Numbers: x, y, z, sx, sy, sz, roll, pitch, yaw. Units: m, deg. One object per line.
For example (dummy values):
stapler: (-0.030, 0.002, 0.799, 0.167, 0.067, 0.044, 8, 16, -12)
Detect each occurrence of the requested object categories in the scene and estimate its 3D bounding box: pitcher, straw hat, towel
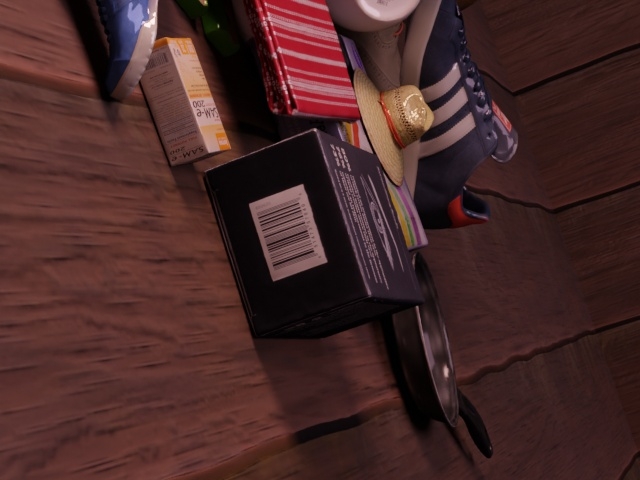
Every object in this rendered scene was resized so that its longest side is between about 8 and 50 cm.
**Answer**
pitcher: (0.055, -0.297, 1.754, 0.207, 0.177, 0.126, -140, -123, -60)
straw hat: (0.089, -0.136, 1.747, 0.144, 0.061, 0.144, -20, 90, -77)
towel: (-0.040, -0.243, 1.524, 0.199, 0.031, 0.275, -8, 80, -70)

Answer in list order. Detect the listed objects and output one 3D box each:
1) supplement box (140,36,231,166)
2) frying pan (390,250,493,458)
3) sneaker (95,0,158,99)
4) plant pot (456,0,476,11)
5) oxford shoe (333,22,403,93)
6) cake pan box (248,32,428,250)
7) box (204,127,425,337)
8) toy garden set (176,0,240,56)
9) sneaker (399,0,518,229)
supplement box: (-0.112, -0.112, 1.292, 0.062, 0.036, 0.098, -27, 97, -75)
frying pan: (0.133, 0.130, 1.831, 0.326, 0.053, 0.197, 51, 29, -67)
sneaker: (-0.161, -0.185, 1.187, 0.058, 0.084, 0.152, -179, -78, -70)
plant pot: (0.095, -0.397, 2.118, 0.254, 0.237, 0.237, -30, 100, -61)
oxford shoe: (0.064, -0.277, 1.962, 0.123, 0.130, 0.348, -91, 156, -51)
cake pan box: (0.021, -0.102, 1.709, 0.246, 0.070, 0.267, 1, 69, -77)
box: (0.000, 0.000, 1.409, 0.207, 0.108, 0.153, 17, 55, -73)
toy garden set: (-0.132, -0.317, 1.461, 0.244, 0.049, 0.204, 48, 26, -56)
sneaker: (0.165, -0.170, 1.897, 0.131, 0.148, 0.350, -79, 174, -58)
